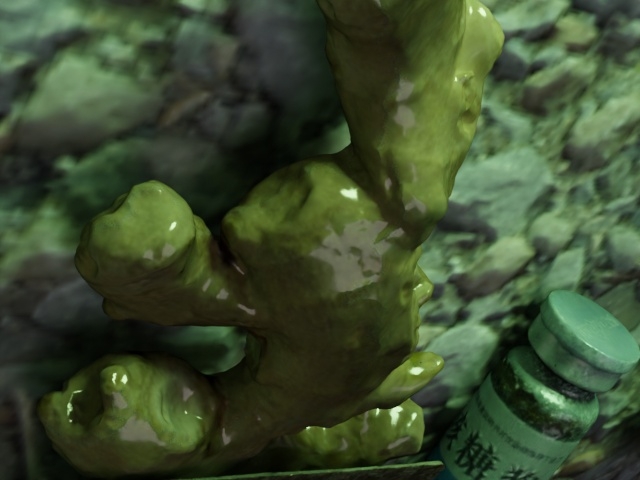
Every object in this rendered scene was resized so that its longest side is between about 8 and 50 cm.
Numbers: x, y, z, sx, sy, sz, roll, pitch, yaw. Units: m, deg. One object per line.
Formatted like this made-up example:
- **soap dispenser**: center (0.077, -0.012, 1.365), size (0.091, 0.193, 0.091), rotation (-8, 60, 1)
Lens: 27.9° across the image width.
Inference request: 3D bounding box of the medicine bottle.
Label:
- **medicine bottle**: center (0.071, 0.109, 0.584), size (0.051, 0.051, 0.191), rotation (8, 122, -42)

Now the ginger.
- **ginger**: center (-0.014, 0.005, 0.405), size (0.149, 0.065, 0.258), rotation (-13, 138, -25)

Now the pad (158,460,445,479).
- **pad**: center (-0.071, 0.155, 0.521), size (0.158, 0.003, 0.235), rotation (5, 137, -41)
